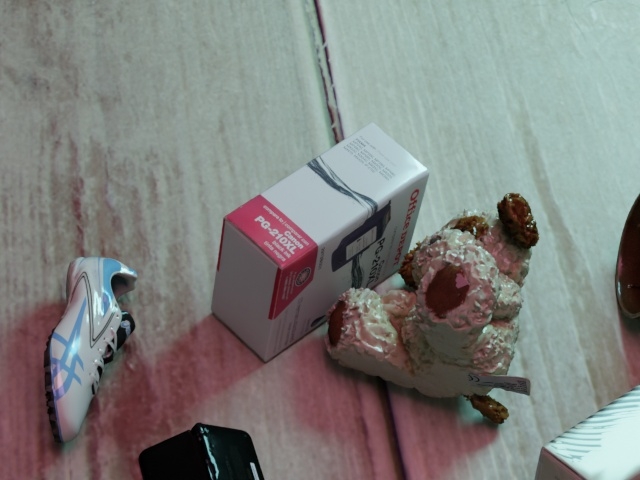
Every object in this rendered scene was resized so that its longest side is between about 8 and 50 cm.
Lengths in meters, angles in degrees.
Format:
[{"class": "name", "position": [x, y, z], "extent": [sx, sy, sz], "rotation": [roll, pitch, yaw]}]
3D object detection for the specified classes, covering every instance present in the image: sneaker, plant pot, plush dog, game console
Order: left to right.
[{"class": "sneaker", "position": [-0.249, 0.113, 1.815], "extent": [0.086, 0.085, 0.237], "rotation": [6, 50, 1]}, {"class": "game console", "position": [-0.118, 0.261, 1.760], "extent": [0.107, 0.071, 0.122], "rotation": [15, 42, -39]}, {"class": "plush dog", "position": [0.164, 0.060, 1.869], "extent": [0.210, 0.262, 0.225], "rotation": [37, 56, -22]}, {"class": "plant pot", "position": [0.455, 0.025, 1.969], "extent": [0.165, 0.167, 0.167], "rotation": [11, 49, -9]}]

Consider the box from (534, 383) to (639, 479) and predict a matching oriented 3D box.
[{"class": "box", "position": [0.353, 0.223, 1.789], "extent": [0.275, 0.113, 0.094], "rotation": [-26, 47, -34]}]

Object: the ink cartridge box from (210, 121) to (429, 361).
[{"class": "ink cartridge box", "position": [0.000, 0.000, 1.895], "extent": [0.237, 0.172, 0.100], "rotation": [-34, 63, -32]}]
